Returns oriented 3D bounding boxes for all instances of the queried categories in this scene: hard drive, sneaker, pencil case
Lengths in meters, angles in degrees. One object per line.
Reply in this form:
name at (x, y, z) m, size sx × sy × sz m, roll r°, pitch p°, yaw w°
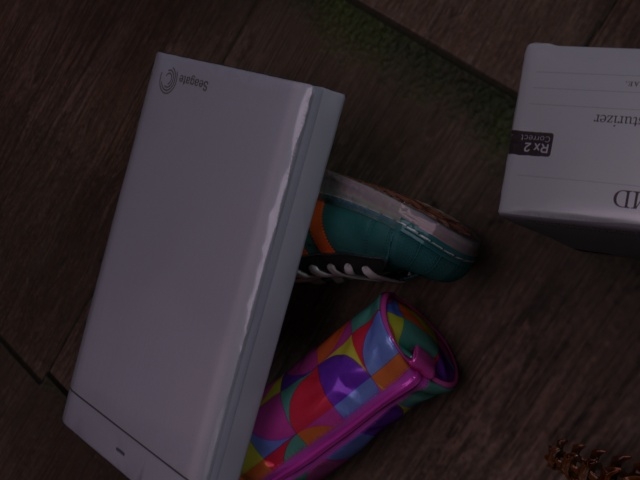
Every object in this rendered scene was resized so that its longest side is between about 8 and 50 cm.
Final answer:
hard drive at (-0.111, 0.028, 0.896) m, size 0.233 × 0.047 × 0.353 m, roll 21°, pitch 97°, yaw 48°
sneaker at (0.000, 0.000, 0.908) m, size 0.302 × 0.108 × 0.121 m, roll 21°, pitch 94°, yaw 41°
pencil case at (0.002, 0.146, 0.882) m, size 0.236 × 0.104 × 0.104 m, roll -43°, pitch 63°, yaw 20°

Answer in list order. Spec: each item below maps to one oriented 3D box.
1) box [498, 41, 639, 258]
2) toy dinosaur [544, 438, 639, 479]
box at (0.242, -0.050, 0.712) m, size 0.181 × 0.182 × 0.119 m, roll 8°, pitch 86°, yaw 32°
toy dinosaur at (0.307, 0.148, 0.670) m, size 0.321 × 0.164 × 0.219 m, roll -5°, pitch 96°, yaw 10°
